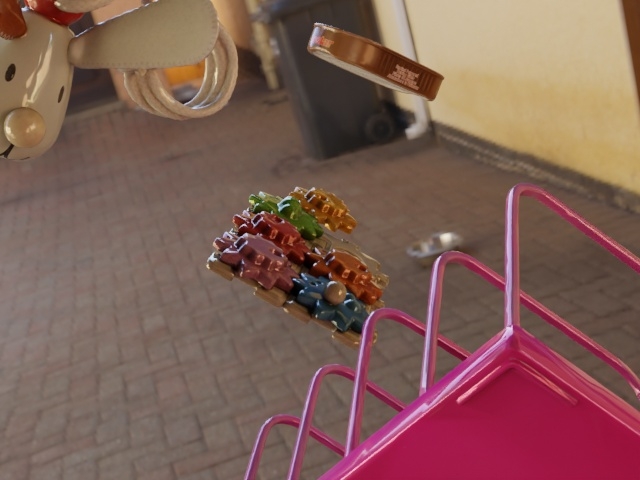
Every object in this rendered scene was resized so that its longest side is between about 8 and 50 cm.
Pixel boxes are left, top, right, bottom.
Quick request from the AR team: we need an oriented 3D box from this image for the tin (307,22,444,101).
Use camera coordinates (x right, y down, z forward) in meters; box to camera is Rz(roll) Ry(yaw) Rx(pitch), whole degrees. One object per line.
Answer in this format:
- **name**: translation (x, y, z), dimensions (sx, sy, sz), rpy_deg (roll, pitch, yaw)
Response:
- **tin**: translation (0.065, -0.206, 1.200), dimensions (0.189, 0.040, 0.106), rpy_deg (15, 12, -45)

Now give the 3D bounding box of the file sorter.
- **file sorter**: translation (0.098, 0.139, 0.644), dimensions (0.291, 0.202, 0.182), rpy_deg (-46, 17, 34)

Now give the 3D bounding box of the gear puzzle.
- **gear puzzle**: translation (0.000, 0.000, 1.060), dimensions (0.175, 0.044, 0.339), rpy_deg (29, 18, -2)

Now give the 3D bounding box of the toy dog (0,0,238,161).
- **toy dog**: translation (-0.125, -0.192, 0.632), dimensions (0.220, 0.334, 0.161), rpy_deg (-5, 29, -23)
